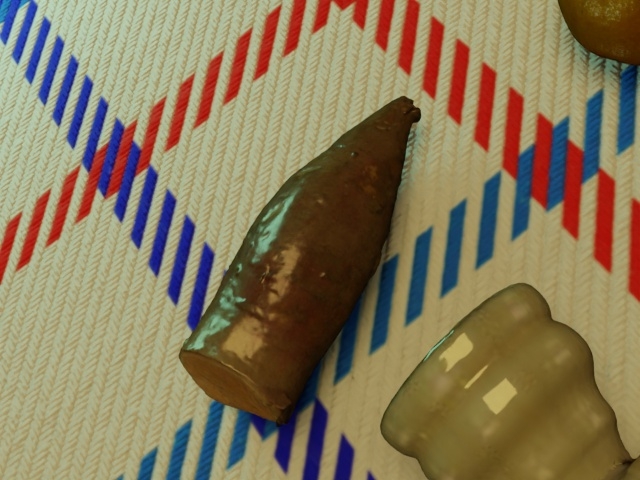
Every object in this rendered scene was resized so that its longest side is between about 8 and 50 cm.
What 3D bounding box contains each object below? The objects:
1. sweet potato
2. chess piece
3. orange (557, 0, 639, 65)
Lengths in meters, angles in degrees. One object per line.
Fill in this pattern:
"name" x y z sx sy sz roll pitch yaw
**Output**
"sweet potato" -0.002 -0.001 0.785 0.131 0.131 0.337 23 77 26
"chess piece" 0.203 0.187 0.635 0.167 0.167 0.299 -44 68 -4
"orange" 0.291 -0.236 0.783 0.134 0.155 0.155 -16 56 -31
